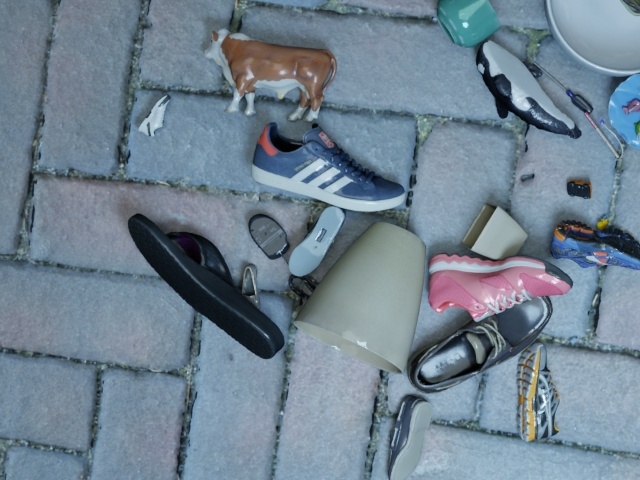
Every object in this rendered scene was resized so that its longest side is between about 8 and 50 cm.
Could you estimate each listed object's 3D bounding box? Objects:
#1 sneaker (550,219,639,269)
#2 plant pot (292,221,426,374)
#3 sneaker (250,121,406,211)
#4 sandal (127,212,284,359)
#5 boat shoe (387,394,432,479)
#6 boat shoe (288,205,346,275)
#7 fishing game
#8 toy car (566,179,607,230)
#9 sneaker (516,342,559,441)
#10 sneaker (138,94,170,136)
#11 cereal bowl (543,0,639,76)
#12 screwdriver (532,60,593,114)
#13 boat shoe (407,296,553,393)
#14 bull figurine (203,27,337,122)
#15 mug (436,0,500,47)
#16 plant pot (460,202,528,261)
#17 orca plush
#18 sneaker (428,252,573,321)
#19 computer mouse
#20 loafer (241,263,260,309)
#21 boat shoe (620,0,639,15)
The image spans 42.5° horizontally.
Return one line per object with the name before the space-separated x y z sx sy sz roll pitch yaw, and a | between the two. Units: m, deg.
sneaker | 0.595 0.021 1.769 0.221 0.083 0.087 16 135 -4
plant pot | 0.114 0.107 1.757 0.257 0.256 0.273 24 78 6
sneaker | 0.022 -0.169 1.791 0.350 0.131 0.148 14 113 6
sandal | -0.247 0.089 1.848 0.446 0.167 0.107 40 59 6
boat shoe | 0.189 0.444 1.838 0.065 0.075 0.206 26 102 49
boat shoe | 0.000 0.000 1.839 0.065 0.083 0.183 37 103 5
fishing game | 0.677 -0.252 1.677 0.189 0.264 0.041 50 51 -10
toy car | 0.582 -0.081 1.794 0.041 0.060 0.122 -34 107 -36
sneaker | 0.477 0.328 1.786 0.083 0.084 0.214 2 94 -6
sneaker | -0.376 -0.288 1.905 0.044 0.040 0.109 35 98 -11
cereal bowl | 0.632 -0.505 1.721 0.339 0.141 0.338 0 90 7
screwdriver | 0.530 -0.338 1.800 0.025 0.024 0.170 -37 78 -23
boat shoe | 0.348 0.228 1.769 0.355 0.130 0.132 -36 87 6
bull figurine | -0.123 -0.369 1.839 0.311 0.101 0.188 8 95 9
mug | 0.307 -0.485 1.779 0.097 0.157 0.129 -35 111 7
plant pot | 0.382 -0.009 1.780 0.096 0.109 0.109 30 94 -5
orca plush | 0.437 -0.304 1.794 0.287 0.102 0.151 34 50 -4
sneaker | 0.370 0.111 1.728 0.314 0.116 0.136 1 67 32
computer mouse | -0.079 0.040 1.872 0.071 0.041 0.242 -36 93 2
loafer | -0.163 0.117 1.877 0.045 0.039 0.125 -2 90 8
boat shoe | 0.597 -0.512 1.630 0.056 0.049 0.152 -45 85 6
